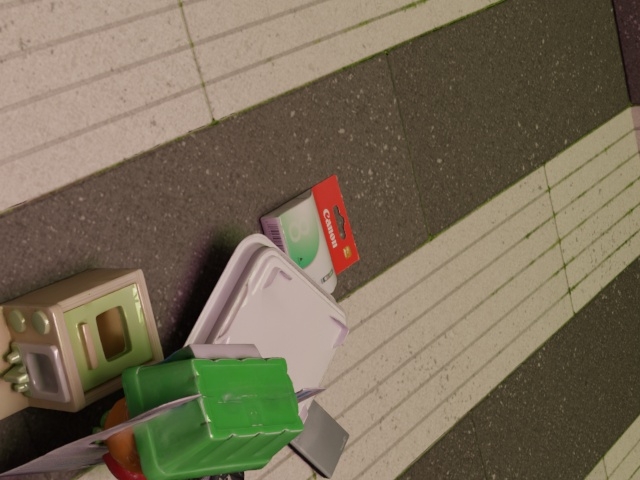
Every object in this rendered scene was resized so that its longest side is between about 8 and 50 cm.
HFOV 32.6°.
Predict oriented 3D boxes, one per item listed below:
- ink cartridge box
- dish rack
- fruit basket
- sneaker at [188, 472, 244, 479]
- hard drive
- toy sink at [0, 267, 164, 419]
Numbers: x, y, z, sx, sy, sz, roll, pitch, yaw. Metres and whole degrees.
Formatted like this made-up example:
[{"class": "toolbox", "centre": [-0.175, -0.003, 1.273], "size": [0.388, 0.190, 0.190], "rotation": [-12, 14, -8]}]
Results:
[{"class": "ink cartridge box", "centre": [0.000, 0.000, 1.975], "size": [0.225, 0.056, 0.180], "rotation": [-32, 113, -42]}, {"class": "dish rack", "centre": [-0.074, 0.175, 1.811], "size": [0.333, 0.072, 0.285], "rotation": [44, 68, -48]}, {"class": "fruit basket", "centre": [-0.218, 0.254, 1.507], "size": [0.327, 0.353, 0.165], "rotation": [6, 68, -51]}, {"class": "sneaker", "centre": [-0.202, 0.420, 1.706], "size": [0.269, 0.101, 0.153], "rotation": [-5, 92, -55]}, {"class": "hard drive", "centre": [-0.006, 0.358, 1.984], "size": [0.135, 0.022, 0.094], "rotation": [49, 55, -37]}, {"class": "toy sink", "centre": [-0.350, 0.144, 1.512], "size": [0.234, 0.131, 0.152], "rotation": [-23, 106, -46]}]
